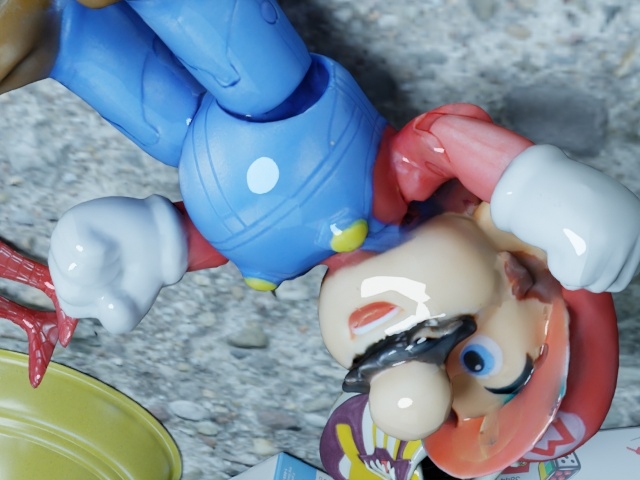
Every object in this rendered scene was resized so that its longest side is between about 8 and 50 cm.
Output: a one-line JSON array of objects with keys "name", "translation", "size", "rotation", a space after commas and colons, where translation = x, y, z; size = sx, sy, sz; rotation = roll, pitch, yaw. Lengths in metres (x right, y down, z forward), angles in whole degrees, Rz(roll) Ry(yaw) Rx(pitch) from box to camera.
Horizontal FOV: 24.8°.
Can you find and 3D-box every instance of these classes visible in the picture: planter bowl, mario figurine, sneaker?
[{"name": "planter bowl", "translation": [-0.206, 0.165, 0.951], "size": [0.217, 0.090, 0.217], "rotation": [9, 144, 6]}, {"name": "mario figurine", "translation": [0.000, 0.000, 0.595], "size": [0.320, 0.170, 0.198], "rotation": [39, 171, -20]}, {"name": "sneaker", "translation": [0.052, 0.117, 0.815], "size": [0.069, 0.084, 0.185], "rotation": [26, 141, -17]}]

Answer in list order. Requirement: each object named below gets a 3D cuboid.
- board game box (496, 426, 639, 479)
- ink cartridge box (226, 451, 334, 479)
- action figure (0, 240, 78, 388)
[{"name": "board game box", "translation": [0.275, 0.170, 0.845], "size": [0.305, 0.053, 0.193], "rotation": [-11, 137, 28]}, {"name": "ink cartridge box", "translation": [0.000, 0.218, 0.959], "size": [0.143, 0.092, 0.090], "rotation": [29, 140, -23]}, {"name": "action figure", "translation": [-0.273, 0.025, 0.753], "size": [0.280, 0.139, 0.091], "rotation": [26, 141, -13]}]
